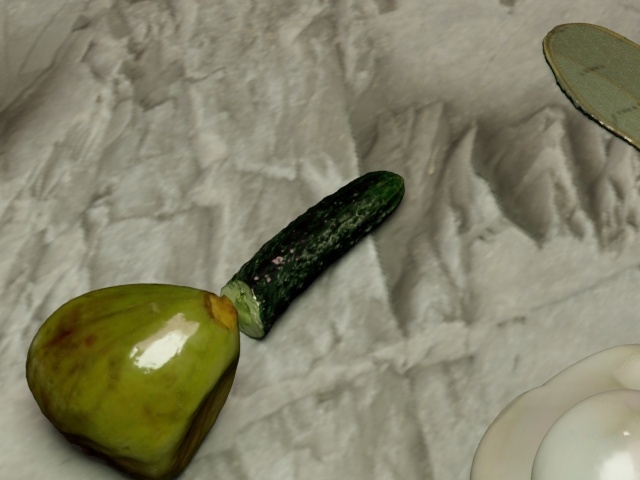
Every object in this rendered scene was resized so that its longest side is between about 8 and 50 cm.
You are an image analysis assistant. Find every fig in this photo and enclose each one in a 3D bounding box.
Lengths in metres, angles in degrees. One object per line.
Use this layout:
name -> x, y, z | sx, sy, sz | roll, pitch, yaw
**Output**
fig -> -0.129, 0.101, 1.271 | 0.144, 0.165, 0.154 | -11, 73, -58

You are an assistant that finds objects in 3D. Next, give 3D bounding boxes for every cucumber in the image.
cucumber -> 0.000, 0.000, 1.434 | 0.058, 0.052, 0.214 | 44, 57, 7

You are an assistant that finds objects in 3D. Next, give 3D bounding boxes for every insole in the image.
insole -> 0.325, -0.098, 1.565 | 0.119, 0.009, 0.348 | -20, 52, -20

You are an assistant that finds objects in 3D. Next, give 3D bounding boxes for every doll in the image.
doll -> 0.212, 0.168, 1.192 | 0.221, 0.221, 0.251 | 18, 48, 12
